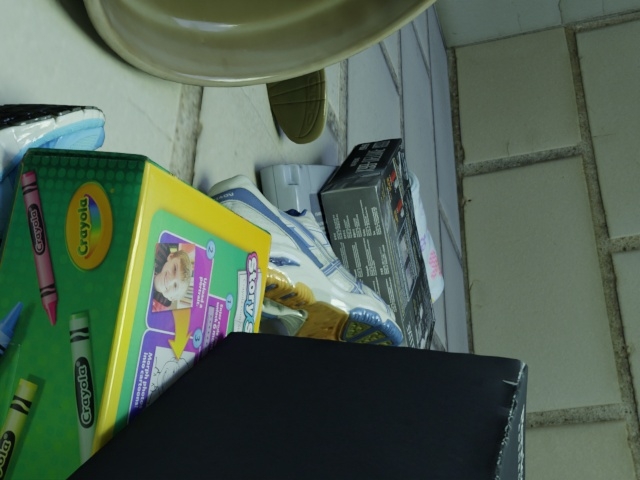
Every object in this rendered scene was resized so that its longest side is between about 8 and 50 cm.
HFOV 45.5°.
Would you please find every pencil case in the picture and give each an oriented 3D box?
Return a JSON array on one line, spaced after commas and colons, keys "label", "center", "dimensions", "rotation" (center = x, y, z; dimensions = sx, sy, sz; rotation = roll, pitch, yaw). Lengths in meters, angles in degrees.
[{"label": "pencil case", "center": [0.145, 0.002, 1.372], "dimensions": [0.124, 0.113, 0.273], "rotation": [-67, 147, -41]}]

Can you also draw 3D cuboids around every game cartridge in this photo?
[{"label": "game cartridge", "center": [0.000, 0.000, 0.996], "dimensions": [0.294, 0.060, 0.196], "rotation": [-14, 92, -73]}]

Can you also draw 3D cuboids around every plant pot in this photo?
[{"label": "plant pot", "center": [-0.054, -0.327, 0.590], "dimensions": [0.281, 0.323, 0.323], "rotation": [70, 13, 16]}]

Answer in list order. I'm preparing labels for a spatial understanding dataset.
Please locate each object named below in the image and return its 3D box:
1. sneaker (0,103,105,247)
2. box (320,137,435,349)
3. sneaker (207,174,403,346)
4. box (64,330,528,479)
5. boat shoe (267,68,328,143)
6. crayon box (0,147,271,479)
[{"label": "sneaker", "center": [-0.177, -0.032, 0.428], "dimensions": [0.162, 0.063, 0.073], "rotation": [-52, 142, -56]}, {"label": "box", "center": [0.091, 0.037, 1.062], "dimensions": [0.242, 0.076, 0.308], "rotation": [-59, 139, -64]}, {"label": "sneaker", "center": [-0.007, 0.032, 0.785], "dimensions": [0.296, 0.111, 0.131], "rotation": [37, 40, -49]}, {"label": "box", "center": [-0.016, 0.261, 0.331], "dimensions": [0.312, 0.178, 0.344], "rotation": [-38, 128, -64]}, {"label": "boat shoe", "center": [-0.027, -0.233, 0.962], "dimensions": [0.073, 0.080, 0.224], "rotation": [-18, 96, -68]}, {"label": "crayon box", "center": [-0.111, 0.107, 0.429], "dimensions": [0.165, 0.081, 0.279], "rotation": [36, 61, -68]}]
